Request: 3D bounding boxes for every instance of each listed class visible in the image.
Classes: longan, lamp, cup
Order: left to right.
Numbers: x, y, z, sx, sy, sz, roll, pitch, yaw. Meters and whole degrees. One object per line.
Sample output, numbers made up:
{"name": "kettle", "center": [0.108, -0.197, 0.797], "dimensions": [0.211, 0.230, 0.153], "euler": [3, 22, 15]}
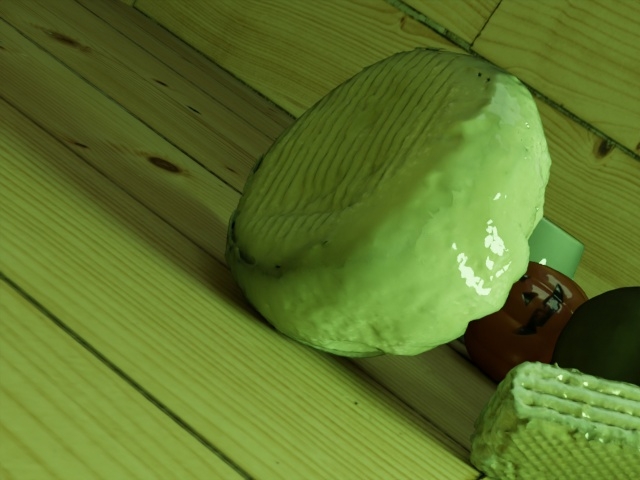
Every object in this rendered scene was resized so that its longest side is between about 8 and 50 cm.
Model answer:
{"name": "lamp", "center": [0.292, 0.118, 1.702], "dimensions": [0.164, 0.187, 0.188], "euler": [36, 8, 26]}
{"name": "cup", "center": [0.331, 0.081, 1.913], "dimensions": [0.258, 0.234, 0.186], "euler": [31, 9, -35]}
{"name": "longan", "center": [0.422, 0.205, 1.368], "dimensions": [0.350, 0.288, 0.288], "euler": [46, 13, 35]}

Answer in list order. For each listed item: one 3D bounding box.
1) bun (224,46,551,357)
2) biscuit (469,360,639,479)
{"name": "bun", "center": [0.080, -0.024, 1.203], "dimensions": [0.211, 0.359, 0.359], "euler": [43, 3, -27]}
{"name": "biscuit", "center": [0.362, 0.220, 1.143], "dimensions": [0.426, 0.144, 0.078], "euler": [15, 52, -4]}
